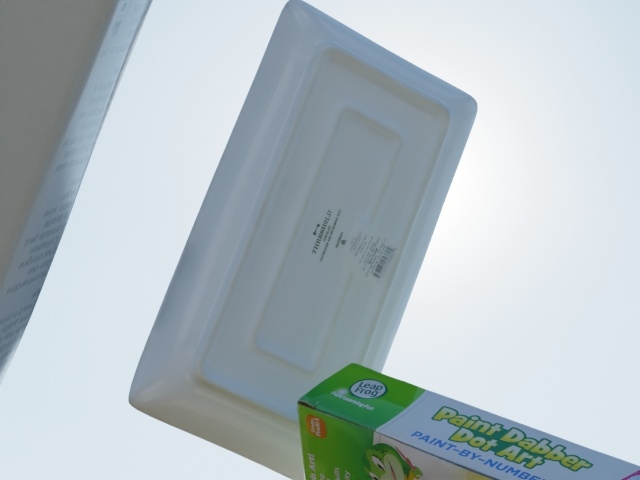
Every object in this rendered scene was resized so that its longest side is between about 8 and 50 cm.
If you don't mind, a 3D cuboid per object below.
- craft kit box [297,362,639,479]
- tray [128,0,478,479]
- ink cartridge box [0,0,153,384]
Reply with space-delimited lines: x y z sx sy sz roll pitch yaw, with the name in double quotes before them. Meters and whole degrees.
"craft kit box" 0.104 0.212 0.877 0.246 0.061 0.250 16 -57 35
"tray" 0.000 0.000 0.989 0.145 0.270 0.030 27 -17 -20
"ink cartridge box" -0.165 -0.048 0.416 0.223 0.045 0.224 26 -70 5
